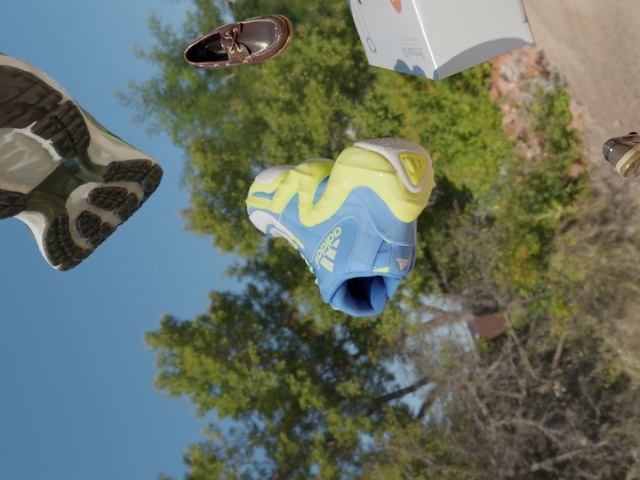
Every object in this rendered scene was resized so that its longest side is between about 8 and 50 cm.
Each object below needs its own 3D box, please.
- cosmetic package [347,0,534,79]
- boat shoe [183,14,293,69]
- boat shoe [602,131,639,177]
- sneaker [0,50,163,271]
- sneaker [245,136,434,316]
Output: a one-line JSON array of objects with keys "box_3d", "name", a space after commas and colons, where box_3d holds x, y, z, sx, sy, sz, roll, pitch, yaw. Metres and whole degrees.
[{"box_3d": [0.068, -0.317, 0.746, 0.377, 0.098, 0.284, -108, -6, -75], "name": "cosmetic package"}, {"box_3d": [-0.141, -0.327, 1.257, 0.073, 0.207, 0.073, -18, -83, -51], "name": "boat shoe"}, {"box_3d": [0.390, -0.111, 0.932, 0.049, 0.056, 0.152, 51, -153, 18], "name": "boat shoe"}, {"box_3d": [-0.283, -0.101, 0.723, 0.182, 0.158, 0.410, 46, 172, 12], "name": "sneaker"}, {"box_3d": [0.000, 0.000, 0.611, 0.240, 0.091, 0.126, -18, 66, 63], "name": "sneaker"}]
